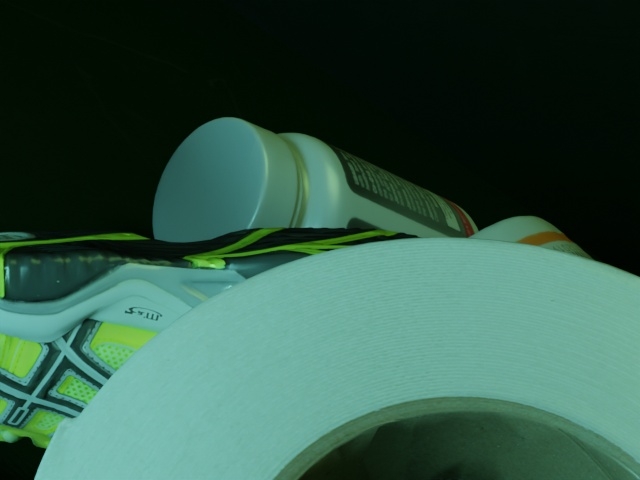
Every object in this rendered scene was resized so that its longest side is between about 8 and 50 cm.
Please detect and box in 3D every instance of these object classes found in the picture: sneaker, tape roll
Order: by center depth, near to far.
[{"bbox_3d":[0.061,0.171,0.698,0.392,0.392,0.072,42,-28,22],"label":"tape roll"},{"bbox_3d":[-0.109,0.071,0.871,0.384,0.147,0.145,1,8,-2],"label":"sneaker"}]

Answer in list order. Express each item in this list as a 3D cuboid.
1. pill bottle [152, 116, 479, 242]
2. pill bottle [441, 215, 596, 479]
[{"bbox_3d":[0.000,0.000,1.469,0.283,0.161,0.161,23,19,-43],"label":"pill bottle"},{"bbox_3d":[0.236,0.180,1.309,0.392,0.224,0.224,44,16,28],"label":"pill bottle"}]
